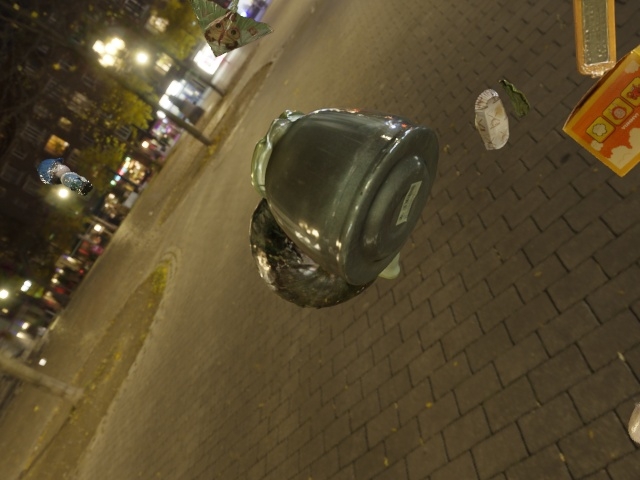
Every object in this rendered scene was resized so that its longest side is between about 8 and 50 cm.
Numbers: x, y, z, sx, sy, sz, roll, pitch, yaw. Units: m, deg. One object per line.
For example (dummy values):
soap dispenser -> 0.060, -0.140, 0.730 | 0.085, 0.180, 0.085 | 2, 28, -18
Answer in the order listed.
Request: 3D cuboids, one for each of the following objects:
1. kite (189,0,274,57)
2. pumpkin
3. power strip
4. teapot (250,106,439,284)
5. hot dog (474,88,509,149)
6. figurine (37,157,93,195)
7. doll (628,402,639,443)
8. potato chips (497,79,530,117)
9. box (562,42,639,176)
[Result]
kite -> -0.215, -0.562, 1.289 | 0.250, 0.229, 0.012 | -60, 35, 34
pumpkin -> 0.000, 0.000, 1.642 | 0.454, 0.454, 0.344 | -49, 28, 19
power strip -> 0.380, -0.319, 0.735 | 0.049, 0.178, 0.028 | -7, 17, 16
teapot -> 0.040, -0.084, 0.803 | 0.239, 0.321, 0.239 | 30, 98, 26
hot dog -> 0.497, -0.351, 1.526 | 0.099, 0.192, 0.053 | -40, 37, -6
figurine -> -0.731, -0.179, 1.507 | 0.087, 0.149, 0.086 | -57, -2, -15
doll -> 0.435, 0.184, 0.654 | 0.059, 0.160, 0.161 | 19, 48, 33
potato chips -> 0.553, -0.392, 1.482 | 0.028, 0.207, 0.092 | -46, 57, 12
box -> 0.820, -0.363, 1.336 | 0.283, 0.214, 0.259 | -36, -18, -35
